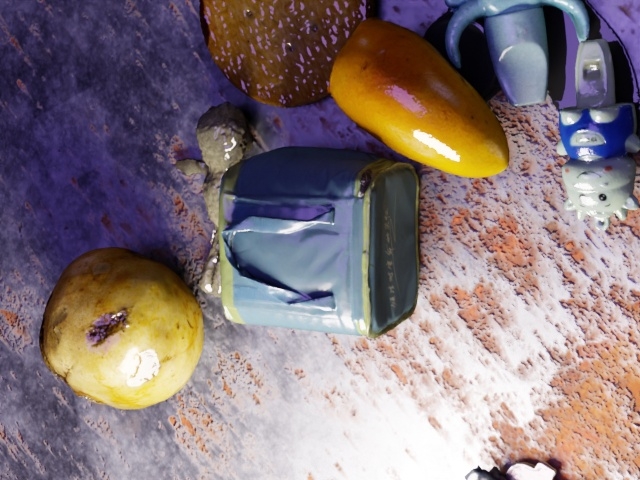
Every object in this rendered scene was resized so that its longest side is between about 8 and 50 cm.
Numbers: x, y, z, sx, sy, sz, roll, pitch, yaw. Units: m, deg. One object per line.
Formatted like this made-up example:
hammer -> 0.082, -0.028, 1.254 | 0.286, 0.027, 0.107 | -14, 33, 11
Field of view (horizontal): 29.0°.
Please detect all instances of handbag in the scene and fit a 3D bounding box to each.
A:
handbag -> 0.000, 0.000, 1.742 | 0.241, 0.222, 0.263 | 7, 102, 25

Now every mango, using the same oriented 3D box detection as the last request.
mango -> 0.138, -0.172, 1.642 | 0.257, 0.187, 0.138 | 35, 71, 25

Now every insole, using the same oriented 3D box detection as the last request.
insole -> 0.321, -0.273, 1.631 | 0.119, 0.009, 0.348 | -33, 81, 29

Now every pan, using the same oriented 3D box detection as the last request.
pan -> 0.182, -0.297, 1.697 | 0.136, 0.028, 0.235 | -11, 92, 33

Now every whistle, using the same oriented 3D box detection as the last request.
whistle -> 0.352, -0.132, 1.574 | 0.110, 0.092, 0.244 | 2, 101, 33
whistle -> 0.247, -0.311, 1.610 | 0.186, 0.093, 0.273 | -11, 95, 3

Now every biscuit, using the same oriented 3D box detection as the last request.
biscuit -> -0.051, -0.345, 1.823 | 0.305, 0.038, 0.305 | 6, 102, 30

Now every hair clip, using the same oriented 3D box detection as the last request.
hair clip -> 0.287, 0.375, 1.731 | 0.187, 0.056, 0.146 | 37, 113, 12

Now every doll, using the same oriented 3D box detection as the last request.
doll -> -0.146, -0.061, 1.892 | 0.203, 0.091, 0.285 | 155, 110, -66

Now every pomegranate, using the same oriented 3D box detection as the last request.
pomegranate -> -0.311, 0.144, 1.942 | 0.261, 0.260, 0.260 | 5, 100, 30
